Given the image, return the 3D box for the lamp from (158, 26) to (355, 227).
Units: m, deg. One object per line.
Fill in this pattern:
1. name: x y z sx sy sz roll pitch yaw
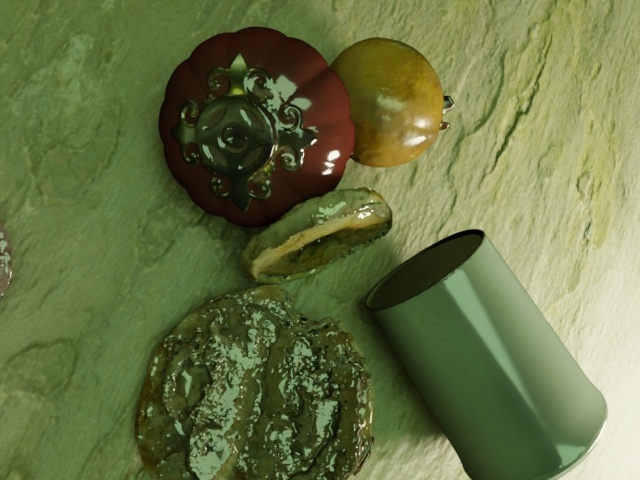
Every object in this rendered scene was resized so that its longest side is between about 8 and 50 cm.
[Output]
1. lamp: -0.098 -0.171 0.932 0.303 0.257 0.303 3 106 9

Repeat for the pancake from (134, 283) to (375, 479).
1. pancake: -0.092 0.258 0.957 0.382 0.071 0.382 1 81 -7

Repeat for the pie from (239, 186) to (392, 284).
1. pie: 0.000 0.000 0.966 0.274 0.274 0.055 -17 70 -23

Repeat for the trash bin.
1. trash bin: 0.297 0.222 1.068 0.280 0.280 0.432 -37 97 -21

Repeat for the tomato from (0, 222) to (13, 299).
1. tomato: -0.538 0.042 0.813 0.228 0.112 0.199 -34 111 -26

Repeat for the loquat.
1. loquat: 0.107 -0.242 1.066 0.238 0.193 0.238 8 66 -19
